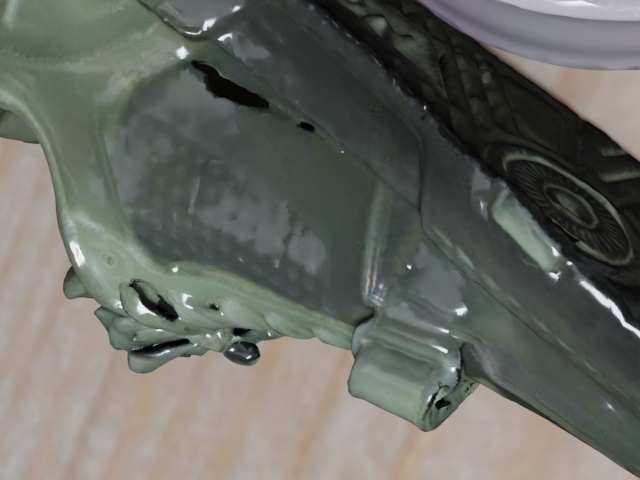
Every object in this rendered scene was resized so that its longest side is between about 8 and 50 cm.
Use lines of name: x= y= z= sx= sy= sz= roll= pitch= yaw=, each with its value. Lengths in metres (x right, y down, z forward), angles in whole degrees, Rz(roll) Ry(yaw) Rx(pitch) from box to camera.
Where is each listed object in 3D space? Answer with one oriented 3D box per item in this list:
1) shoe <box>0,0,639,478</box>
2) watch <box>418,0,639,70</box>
shoe: x=-0.001 y=0.001 z=0.401 sx=0.293 sy=0.109 sz=0.149 roll=43 pitch=113 yaw=13
watch: x=0.080 y=-0.177 z=0.322 sx=0.231 sy=0.196 sz=0.244 roll=32 pitch=96 yaw=10
